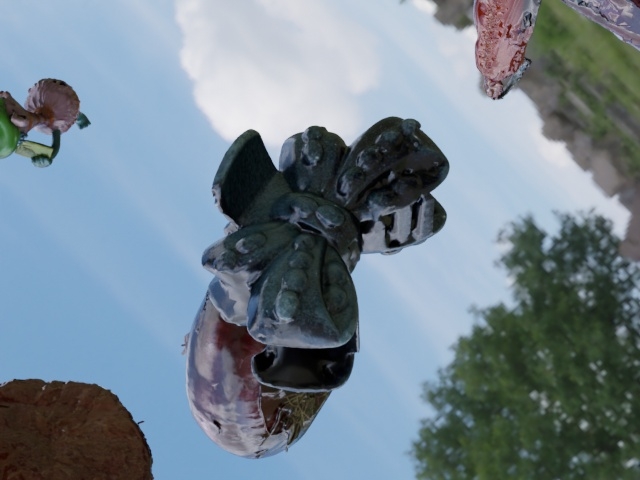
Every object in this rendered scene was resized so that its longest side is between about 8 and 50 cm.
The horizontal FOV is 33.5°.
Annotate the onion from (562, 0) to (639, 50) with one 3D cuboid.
[{"bbox_3d":[0.264,-0.243,0.852,0.348,0.159,0.267,42,-154,21],"label":"onion"}]

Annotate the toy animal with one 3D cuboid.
[{"bbox_3d":[-0.350,-0.144,1.315,0.208,0.100,0.103,-65,-46,-74],"label":"toy animal"}]

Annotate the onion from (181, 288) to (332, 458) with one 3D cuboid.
[{"bbox_3d":[-0.091,0.156,1.550,0.232,0.314,0.314,17,-169,22],"label":"onion"}]

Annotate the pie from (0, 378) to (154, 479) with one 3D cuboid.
[{"bbox_3d":[-0.219,0.181,0.821,0.182,0.050,0.182,7,-135,-7],"label":"pie"}]

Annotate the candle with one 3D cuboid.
[{"bbox_3d":[0.138,-0.163,0.786,0.053,0.048,0.162,30,151,18],"label":"candle"}]

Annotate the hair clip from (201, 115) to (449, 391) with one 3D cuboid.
[{"bbox_3d":[-0.007,0.000,1.119,0.206,0.195,0.310,25,-123,17],"label":"hair clip"}]
